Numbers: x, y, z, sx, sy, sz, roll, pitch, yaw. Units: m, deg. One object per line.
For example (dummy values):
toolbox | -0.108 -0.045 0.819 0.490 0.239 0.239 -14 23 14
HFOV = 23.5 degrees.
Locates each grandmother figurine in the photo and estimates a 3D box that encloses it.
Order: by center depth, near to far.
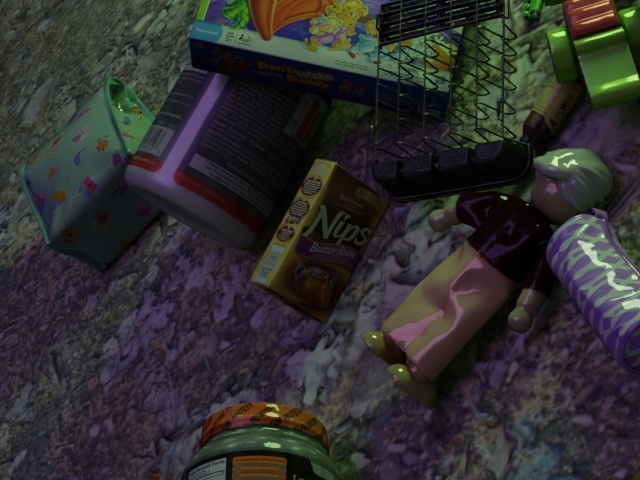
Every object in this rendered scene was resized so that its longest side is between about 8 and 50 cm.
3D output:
grandmother figurine | 0.198 0.023 1.773 0.342 0.104 0.208 -45 60 9

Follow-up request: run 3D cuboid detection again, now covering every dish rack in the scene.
dish rack | 0.157 -0.194 1.888 0.208 0.074 0.271 -8 72 33

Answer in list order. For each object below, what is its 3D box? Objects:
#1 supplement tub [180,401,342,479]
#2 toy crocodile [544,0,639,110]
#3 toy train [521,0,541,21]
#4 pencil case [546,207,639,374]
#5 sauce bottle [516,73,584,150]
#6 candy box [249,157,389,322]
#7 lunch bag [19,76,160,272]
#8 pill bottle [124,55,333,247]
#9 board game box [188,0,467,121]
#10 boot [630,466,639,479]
supplement tub | -0.070 0.355 1.730 0.194 0.194 0.316 -27 44 34
toy crocodile | 0.320 -0.290 1.833 0.115 0.105 0.340 -12 50 11
toy train | 0.282 -0.321 2.008 0.024 0.017 0.083 -5 58 35
pencil case | 0.312 0.054 1.616 0.088 0.086 0.206 -63 32 23
sauce bottle | 0.274 -0.149 1.862 0.128 0.042 0.042 -58 36 3
candy box | 0.000 0.000 2.000 0.053 0.109 0.186 15 75 53
lunch bag | -0.359 -0.118 2.467 0.223 0.160 0.262 -45 43 15
pill bottle | -0.105 -0.190 2.185 0.210 0.210 0.363 19 77 53
board game box | 0.023 -0.310 2.060 0.347 0.078 0.233 12 65 5
boot | 0.390 0.241 1.364 0.115 0.112 0.305 -51 28 -12
